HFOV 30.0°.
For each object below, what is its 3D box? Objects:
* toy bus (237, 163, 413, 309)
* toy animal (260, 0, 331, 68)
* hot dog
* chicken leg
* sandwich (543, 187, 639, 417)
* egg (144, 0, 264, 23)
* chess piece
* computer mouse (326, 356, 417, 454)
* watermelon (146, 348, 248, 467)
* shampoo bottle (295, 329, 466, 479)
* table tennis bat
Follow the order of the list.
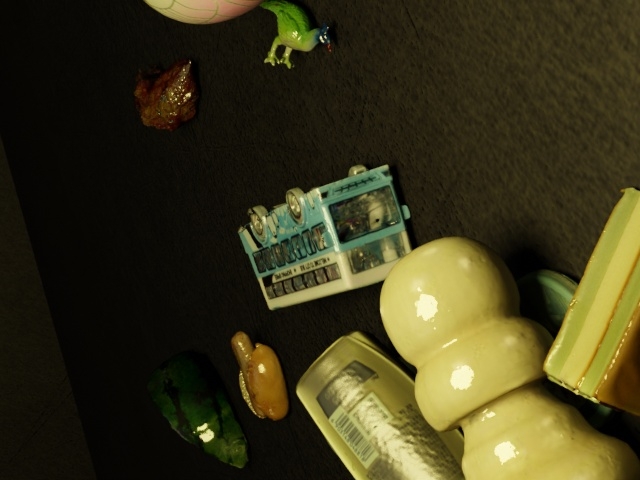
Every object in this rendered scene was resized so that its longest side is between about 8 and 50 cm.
[{"bbox_3d":[0.000,0.000,1.377,0.297,0.106,0.131,-19,90,69],"label":"toy bus"},{"bbox_3d":[-0.049,-0.246,1.385,0.217,0.041,0.075,44,126,52],"label":"toy animal"},{"bbox_3d":[-0.091,0.202,1.777,0.090,0.060,0.140,20,121,57],"label":"hot dog"},{"bbox_3d":[-0.233,-0.218,1.806,0.234,0.063,0.105,8,118,63],"label":"chicken leg"},{"bbox_3d":[0.263,0.056,0.929,0.079,0.113,0.163,26,94,61],"label":"sandwich"},{"bbox_3d":[-0.111,-0.335,1.282,0.271,0.196,0.196,4,110,55],"label":"egg"},{"bbox_3d":[0.151,0.136,1.008,0.299,0.167,0.167,63,155,14],"label":"chess piece"},{"bbox_3d":[0.060,0.212,1.429,0.128,0.079,0.231,67,153,5],"label":"computer mouse"},{"bbox_3d":[-0.221,0.280,2.094,0.301,0.123,0.129,44,165,53],"label":"watermelon"},{"bbox_3d":[0.116,0.252,1.268,0.350,0.125,0.084,48,-169,26],"label":"shampoo bottle"},{"bbox_3d":[0.197,0.115,1.097,0.149,0.038,0.237,63,153,12],"label":"table tennis bat"}]
